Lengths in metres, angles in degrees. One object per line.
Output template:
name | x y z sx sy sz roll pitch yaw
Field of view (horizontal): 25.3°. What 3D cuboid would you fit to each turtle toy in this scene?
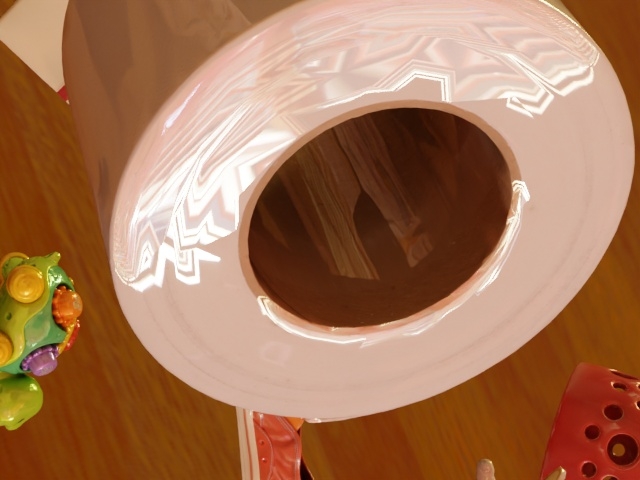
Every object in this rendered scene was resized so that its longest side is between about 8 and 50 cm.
turtle toy | -0.209 0.069 1.001 0.066 0.095 0.130 26 90 -19

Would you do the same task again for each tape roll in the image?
tape roll | 0.006 -0.057 0.693 0.246 0.246 0.169 -24 40 0

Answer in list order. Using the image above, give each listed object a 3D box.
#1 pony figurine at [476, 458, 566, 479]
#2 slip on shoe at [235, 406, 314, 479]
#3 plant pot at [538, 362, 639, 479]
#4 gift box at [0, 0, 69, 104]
pony figurine | 0.092 0.362 0.900 0.363 0.303 0.351 -38 97 -5
slip on shoe | -0.057 0.199 1.808 0.101 0.123 0.331 -5 107 2
plant pot | 0.331 0.241 1.505 0.174 0.191 0.191 15 75 20
gift box | -0.105 -0.230 1.342 0.276 0.255 0.258 40 114 -19
